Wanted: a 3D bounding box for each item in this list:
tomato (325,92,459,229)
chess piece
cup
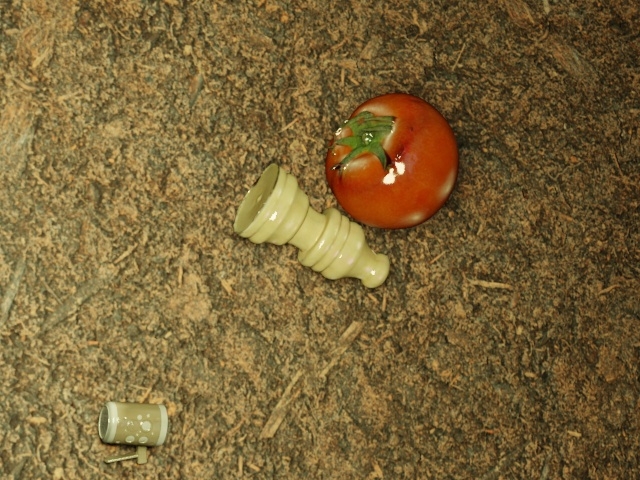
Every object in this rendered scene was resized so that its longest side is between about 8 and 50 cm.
[{"bbox_3d":[0.134,-0.144,2.168,0.224,0.256,0.256,38,64,-35],"label":"tomato"},{"bbox_3d":[0.000,0.000,2.150,0.307,0.124,0.139,33,37,-23],"label":"chess piece"},{"bbox_3d":[-0.318,0.315,1.944,0.099,0.102,0.074,9,38,-26],"label":"cup"}]
